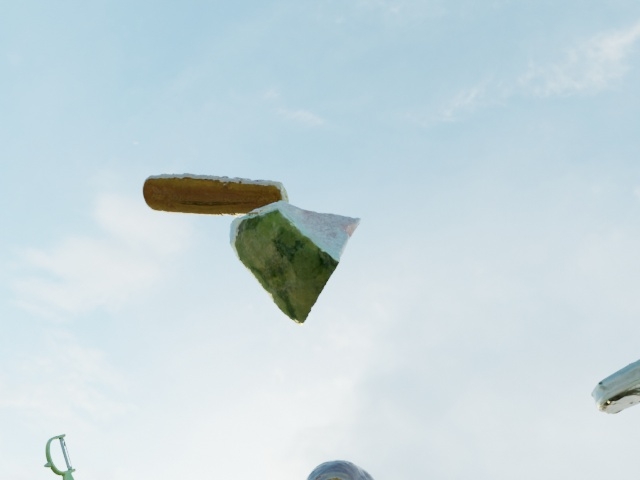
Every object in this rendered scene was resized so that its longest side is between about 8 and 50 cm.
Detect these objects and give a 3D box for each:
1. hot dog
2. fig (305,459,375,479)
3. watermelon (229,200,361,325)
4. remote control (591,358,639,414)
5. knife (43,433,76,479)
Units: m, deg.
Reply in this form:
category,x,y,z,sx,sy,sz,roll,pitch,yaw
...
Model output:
category,x,y,z,sx,sy,sz,roll,pitch,yaw
hot dog,-0.191,-0.079,0.979,0.286,0.061,0.087,10,-77,17
fig,-0.001,0.681,1.286,0.321,0.217,0.217,-44,-82,8
watermelon,0.001,0.018,0.569,0.098,0.158,0.121,-44,-127,35
remote control,0.591,0.230,0.941,0.104,0.052,0.247,25,-55,-37
knife,-0.435,0.438,0.925,0.015,0.054,0.212,-36,-113,18
